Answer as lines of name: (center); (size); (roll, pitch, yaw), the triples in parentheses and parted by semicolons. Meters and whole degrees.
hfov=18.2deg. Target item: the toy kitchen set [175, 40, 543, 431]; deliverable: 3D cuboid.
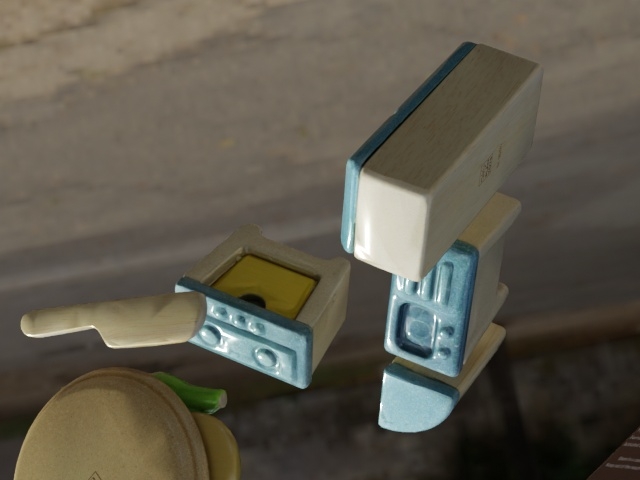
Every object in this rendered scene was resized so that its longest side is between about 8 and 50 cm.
toy kitchen set: (0.000, 0.000, 0.988); (0.166, 0.207, 0.122); (21, -138, 20)

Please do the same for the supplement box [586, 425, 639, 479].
supplement box: (0.258, 0.109, 1.045); (0.239, 0.130, 0.073); (-42, -167, -19)

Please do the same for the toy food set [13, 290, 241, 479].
toy food set: (-0.095, 0.125, 0.975); (0.132, 0.192, 0.038); (-5, 169, 34)
